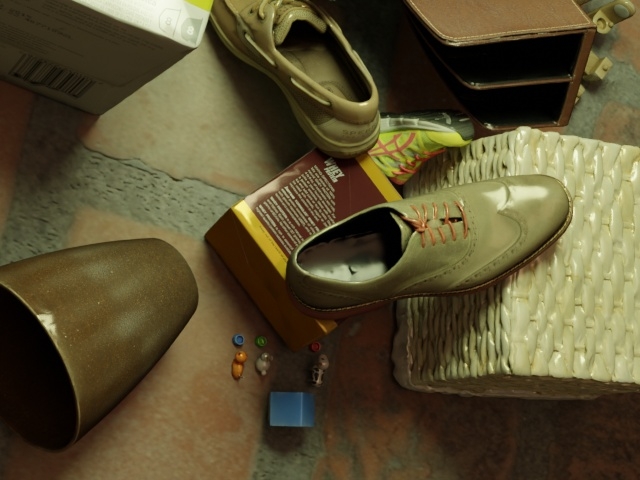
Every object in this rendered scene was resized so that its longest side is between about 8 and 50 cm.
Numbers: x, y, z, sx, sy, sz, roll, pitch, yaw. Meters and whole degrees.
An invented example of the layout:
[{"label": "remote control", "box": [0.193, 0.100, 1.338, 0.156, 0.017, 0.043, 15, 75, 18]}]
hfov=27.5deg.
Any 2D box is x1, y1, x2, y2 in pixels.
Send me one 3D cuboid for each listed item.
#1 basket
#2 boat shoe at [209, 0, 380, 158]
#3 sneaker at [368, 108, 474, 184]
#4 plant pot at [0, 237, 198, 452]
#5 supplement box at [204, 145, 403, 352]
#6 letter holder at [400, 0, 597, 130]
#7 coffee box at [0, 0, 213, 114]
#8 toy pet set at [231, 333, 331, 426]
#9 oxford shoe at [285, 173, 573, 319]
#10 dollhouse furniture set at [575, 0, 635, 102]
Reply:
[{"label": "basket", "box": [0.300, 0.043, 1.714, 0.328, 0.266, 0.331, 7, 82, -25]}, {"label": "boat shoe", "box": [-0.032, -0.257, 1.612, 0.121, 0.110, 0.341, -31, 67, -22]}, {"label": "sneaker", "box": [0.117, -0.120, 1.691, 0.081, 0.208, 0.094, -13, 100, -41]}, {"label": "plant pot", "box": [-0.256, 0.091, 1.490, 0.230, 0.215, 0.215, -30, 97, -39]}, {"label": "supplement box", "box": [0.000, 0.000, 1.634, 0.194, 0.129, 0.191, -37, 90, -24]}, {"label": "letter holder", "box": [0.177, -0.285, 1.675, 0.214, 0.152, 0.302, -7, 44, -18]}, {"label": "coffee box", "box": [-0.298, -0.377, 1.440, 0.337, 0.338, 0.334, 21, 74, -22]}, {"label": "toy pet set", "box": [-0.044, 0.175, 1.640, 0.122, 0.065, 0.114, 5, 81, -24]}, {"label": "oxford shoe", "box": [0.128, 0.002, 1.482, 0.348, 0.130, 0.123, -21, 75, -4]}, {"label": "dollhouse furniture set", "box": [0.368, -0.290, 1.866, 0.144, 0.123, 0.151, 45, 67, -13]}]
